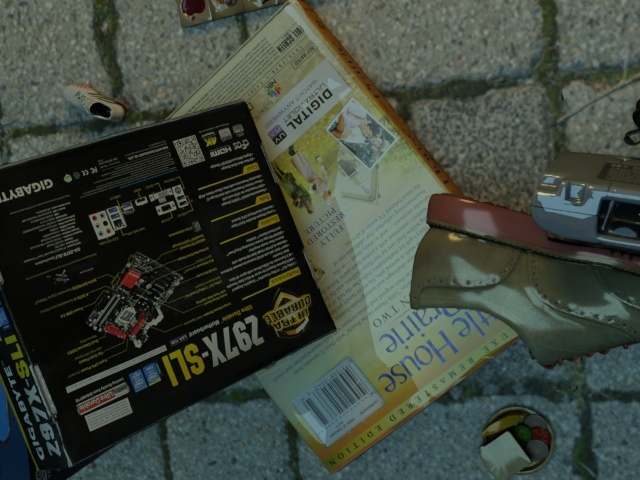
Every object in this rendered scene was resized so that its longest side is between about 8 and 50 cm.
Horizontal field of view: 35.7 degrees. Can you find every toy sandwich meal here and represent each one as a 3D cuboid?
[{"bbox_3d":[0.208,0.218,1.059,0.085,0.029,0.086,3,101,18],"label":"toy sandwich meal"}]

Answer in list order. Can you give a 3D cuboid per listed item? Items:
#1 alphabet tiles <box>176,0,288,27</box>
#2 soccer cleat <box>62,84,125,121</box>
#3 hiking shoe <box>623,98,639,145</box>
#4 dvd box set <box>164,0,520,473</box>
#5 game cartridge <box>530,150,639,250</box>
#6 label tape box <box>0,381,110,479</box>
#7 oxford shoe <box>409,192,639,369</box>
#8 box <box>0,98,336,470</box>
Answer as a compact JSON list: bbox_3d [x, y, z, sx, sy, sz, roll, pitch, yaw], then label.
[{"bbox_3d":[-0.062,-0.350,1.058,0.237,0.009,0.198,-8,97,19],"label":"alphabet tiles"},{"bbox_3d":[-0.264,-0.158,1.143,0.083,0.035,0.029,26,107,12],"label":"soccer cleat"},{"bbox_3d":[0.359,-0.227,0.885,0.132,0.113,0.304,9,102,16],"label":"hiking shoe"},{"bbox_3d":[0.000,0.000,1.072,0.307,0.062,0.420,-41,85,20],"label":"dvd box set"},{"bbox_3d":[0.349,-0.027,0.879,0.297,0.198,0.062,10,102,19],"label":"game cartridge"},{"bbox_3d":[-0.297,0.123,1.045,0.105,0.333,0.241,1,100,19],"label":"label tape box"},{"bbox_3d":[0.252,0.065,0.933,0.348,0.123,0.130,19,89,10],"label":"oxford shoe"},{"bbox_3d":[-0.160,0.027,0.929,0.079,0.322,0.257,-17,95,49],"label":"box"}]
